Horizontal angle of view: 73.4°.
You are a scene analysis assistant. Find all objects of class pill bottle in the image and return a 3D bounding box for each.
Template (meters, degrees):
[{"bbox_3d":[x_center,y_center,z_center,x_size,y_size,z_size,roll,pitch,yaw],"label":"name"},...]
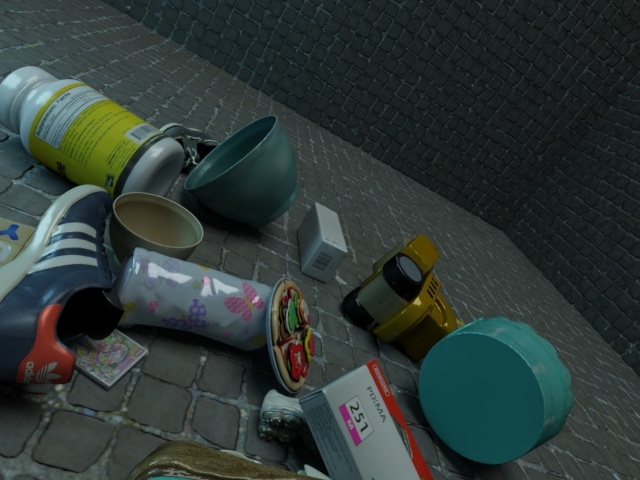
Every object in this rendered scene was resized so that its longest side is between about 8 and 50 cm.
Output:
[{"bbox_3d":[-0.474,-0.207,0.894,0.333,0.188,0.188,32,23,-2],"label":"pill bottle"}]

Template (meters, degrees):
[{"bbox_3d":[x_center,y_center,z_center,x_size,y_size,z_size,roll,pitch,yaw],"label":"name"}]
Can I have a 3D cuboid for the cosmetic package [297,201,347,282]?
[{"bbox_3d":[0.000,0.000,1.200,0.085,0.117,0.231,26,25,-18],"label":"cosmetic package"}]

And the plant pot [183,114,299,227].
[{"bbox_3d":[-0.176,-0.159,1.124,0.196,0.292,0.293,52,13,-28],"label":"plant pot"}]

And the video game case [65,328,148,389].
[{"bbox_3d":[-0.323,0.150,0.614,0.122,0.011,0.087,34,23,1],"label":"video game case"}]

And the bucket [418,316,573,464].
[{"bbox_3d":[0.346,0.299,0.874,0.183,0.281,0.281,8,34,-50],"label":"bucket"}]

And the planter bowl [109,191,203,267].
[{"bbox_3d":[-0.314,0.001,0.793,0.162,0.109,0.162,28,24,-14],"label":"planter bowl"}]

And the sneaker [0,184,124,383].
[{"bbox_3d":[-0.335,0.051,0.598,0.148,0.131,0.350,22,34,-16],"label":"sneaker"}]

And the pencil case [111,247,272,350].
[{"bbox_3d":[-0.206,0.104,0.721,0.272,0.113,0.124,20,67,-30],"label":"pencil case"}]

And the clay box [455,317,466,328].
[{"bbox_3d":[0.382,0.270,1.246,0.221,0.053,0.127,32,23,-2],"label":"clay box"}]

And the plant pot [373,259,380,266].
[{"bbox_3d":[0.278,0.136,1.403,0.236,0.032,0.236,29,23,-14],"label":"plant pot"}]

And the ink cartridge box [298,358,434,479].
[{"bbox_3d":[0.108,0.328,0.657,0.238,0.060,0.275,-5,65,-55],"label":"ink cartridge box"}]

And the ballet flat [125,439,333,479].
[{"bbox_3d":[-0.059,0.319,0.521,0.341,0.116,0.124,21,2,-11],"label":"ballet flat"}]

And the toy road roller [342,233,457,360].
[{"bbox_3d":[0.231,0.152,1.114,0.241,0.202,0.329,48,29,3],"label":"toy road roller"}]

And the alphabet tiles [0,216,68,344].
[{"bbox_3d":[-0.475,0.061,0.574,0.284,0.011,0.343,21,25,-22],"label":"alphabet tiles"}]

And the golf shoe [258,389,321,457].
[{"bbox_3d":[-0.013,0.287,0.687,0.176,0.069,0.086,29,17,-15],"label":"golf shoe"}]

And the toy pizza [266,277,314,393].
[{"bbox_3d":[-0.044,0.165,0.763,0.201,0.032,0.202,-9,90,-75],"label":"toy pizza"}]

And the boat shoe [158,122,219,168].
[{"bbox_3d":[-0.376,-0.257,1.216,0.099,0.116,0.319,30,18,1],"label":"boat shoe"}]
